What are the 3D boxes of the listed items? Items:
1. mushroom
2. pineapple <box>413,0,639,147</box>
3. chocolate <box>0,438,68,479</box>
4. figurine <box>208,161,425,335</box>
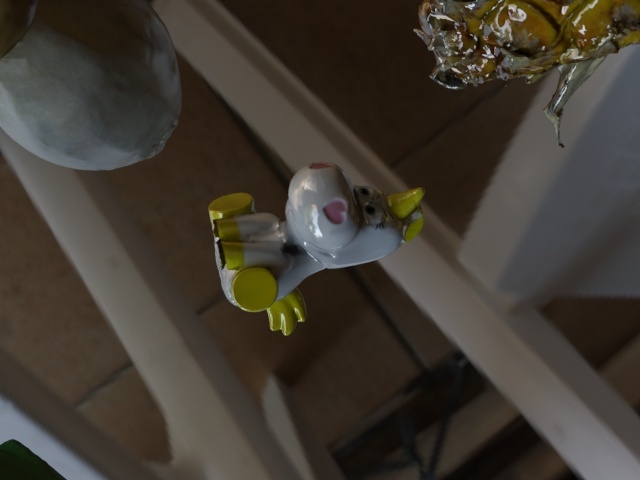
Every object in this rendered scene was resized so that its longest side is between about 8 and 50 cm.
[{"bbox_3d":[-0.168,-0.118,0.977,0.128,0.128,0.350,-39,163,3],"label":"mushroom"},{"bbox_3d":[0.166,-0.174,1.158,0.161,0.158,0.334,-42,173,-34],"label":"pineapple"},{"bbox_3d":[-0.302,0.431,1.534,0.161,0.341,0.360,9,107,-59],"label":"chocolate"},{"bbox_3d":[-0.001,-0.005,1.218,0.178,0.109,0.129,-32,139,12],"label":"figurine"}]
